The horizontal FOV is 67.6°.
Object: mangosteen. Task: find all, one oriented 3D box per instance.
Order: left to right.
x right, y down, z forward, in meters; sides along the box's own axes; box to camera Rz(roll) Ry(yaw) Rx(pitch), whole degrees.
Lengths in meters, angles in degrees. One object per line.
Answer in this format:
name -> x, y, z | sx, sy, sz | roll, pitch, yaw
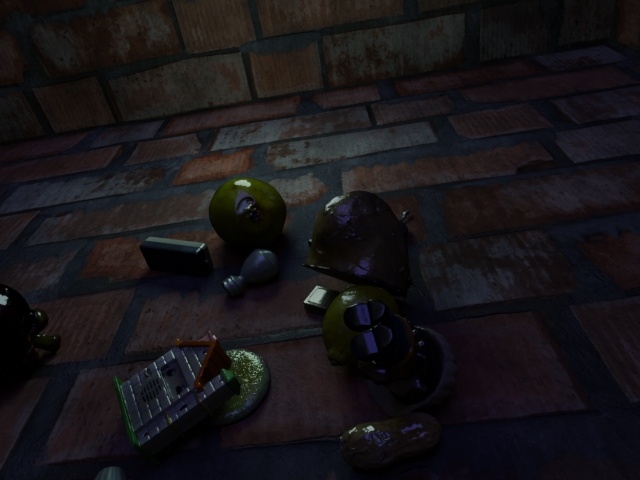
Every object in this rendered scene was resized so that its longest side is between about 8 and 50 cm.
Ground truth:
mangosteen -> -0.913, 0.265, 1.296 | 0.293, 0.297, 0.297 | 38, 47, 1

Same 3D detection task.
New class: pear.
pear -> -0.248, -0.093, 1.638 | 0.269, 0.269, 0.321 | -25, 19, -19

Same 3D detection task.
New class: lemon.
lemon -> 0.095, 0.206, 1.172 | 0.184, 0.184, 0.248 | 17, 40, 34

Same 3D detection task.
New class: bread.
bread -> -0.235, 0.354, 1.187 | 0.228, 0.033, 0.228 | -9, 36, 6

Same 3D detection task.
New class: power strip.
power strip -> -0.481, 0.054, 1.615 | 0.257, 0.105, 0.070 | 7, 39, 23

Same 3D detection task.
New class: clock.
clock -> -0.328, 0.345, 1.122 | 0.255, 0.106, 0.220 | -34, 40, -12

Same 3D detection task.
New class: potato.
potato -> 0.123, -0.002, 1.298 | 0.301, 0.289, 0.237 | 11, 79, 35

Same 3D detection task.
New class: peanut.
peanut -> 0.144, 0.406, 0.966 | 0.214, 0.099, 0.099 | -9, 34, -8

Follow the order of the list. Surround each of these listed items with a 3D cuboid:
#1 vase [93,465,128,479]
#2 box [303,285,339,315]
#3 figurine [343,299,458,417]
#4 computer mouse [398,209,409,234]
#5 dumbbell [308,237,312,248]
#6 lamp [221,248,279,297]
vase -> -0.408, 0.545, 0.899 | 0.128, 0.128, 0.248 | -17, 27, -9
box -> 0.005, 0.172, 1.373 | 0.079, 0.035, 0.083 | 12, 41, 30
figurine -> 0.179, 0.236, 0.988 | 0.204, 0.332, 0.185 | -14, 52, 5
computer mouse -> 0.178, -0.028, 1.564 | 0.167, 0.090, 0.379 | 23, 46, 37
dumbbell -> 0.000, 0.000, 1.614 | 0.083, 0.040, 0.036 | -27, 8, -22
lamp -> -0.216, 0.100, 1.489 | 0.193, 0.106, 0.106 | -35, 41, -16
